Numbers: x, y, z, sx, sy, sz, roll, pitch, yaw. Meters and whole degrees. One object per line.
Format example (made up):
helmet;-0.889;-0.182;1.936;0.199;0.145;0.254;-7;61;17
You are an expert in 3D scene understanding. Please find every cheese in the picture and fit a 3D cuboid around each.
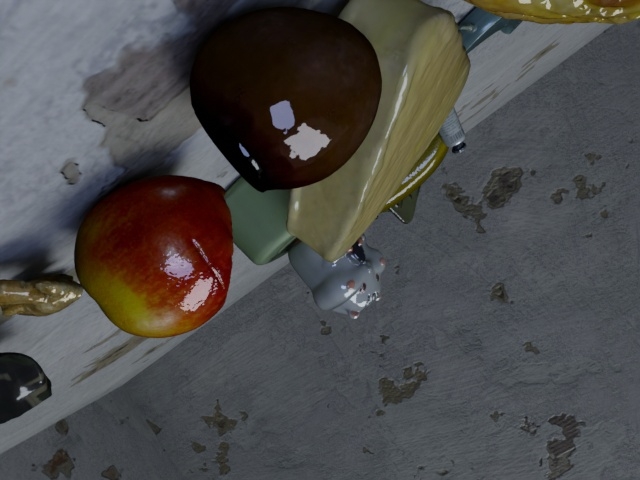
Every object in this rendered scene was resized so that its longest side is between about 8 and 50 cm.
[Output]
cheese;0.068;-0.130;0.651;0.384;0.104;0.384;-52;167;-17

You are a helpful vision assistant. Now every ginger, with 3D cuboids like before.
ginger;-0.339;0.068;0.554;0.176;0.052;0.193;-4;177;26

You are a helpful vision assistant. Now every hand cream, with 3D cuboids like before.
hand cream;0.231;-0.255;0.894;0.067;0.194;0.042;-33;-153;5

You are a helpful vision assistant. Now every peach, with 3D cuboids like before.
peach;-0.181;0.016;0.554;0.192;0.190;0.190;-28;175;-3

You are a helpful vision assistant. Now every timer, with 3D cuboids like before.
timer;0.000;0.000;0.884;0.291;0.315;0.291;-36;174;-4

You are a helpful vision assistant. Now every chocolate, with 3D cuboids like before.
chocolate;-0.026;-0.132;0.419;0.177;0.176;0.177;-35;175;-3

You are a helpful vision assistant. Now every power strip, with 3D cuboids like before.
power strip;0.298;-0.384;0.809;0.216;0.044;0.137;-34;175;-26

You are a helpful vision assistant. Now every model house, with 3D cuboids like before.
model house;0.119;-0.167;1.346;0.279;0.218;0.204;0;-116;38

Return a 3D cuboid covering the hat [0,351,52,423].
hat;-0.606;0.276;0.607;0.382;0.257;0.366;-1;-160;10

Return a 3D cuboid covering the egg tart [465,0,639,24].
egg tart;0.164;-0.249;0.171;0.352;0.352;0.150;137;-35;-58

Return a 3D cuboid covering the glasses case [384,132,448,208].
glasses case;0.139;-0.167;1.050;0.371;0.173;0.141;-37;172;17
